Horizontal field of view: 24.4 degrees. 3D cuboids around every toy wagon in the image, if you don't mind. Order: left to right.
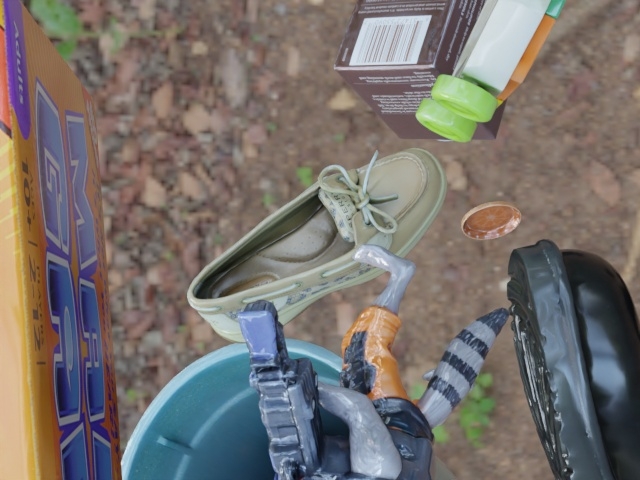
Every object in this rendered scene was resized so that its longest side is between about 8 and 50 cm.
[{"bbox_3d":[0.175,-0.224,1.259,0.344,0.068,0.267,125,170,-86],"label":"toy wagon"}]

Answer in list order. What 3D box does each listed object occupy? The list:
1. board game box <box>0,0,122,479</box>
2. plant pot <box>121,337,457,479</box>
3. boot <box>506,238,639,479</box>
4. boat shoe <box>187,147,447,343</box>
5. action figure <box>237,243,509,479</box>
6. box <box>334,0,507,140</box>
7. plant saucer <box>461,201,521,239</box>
[{"bbox_3d":[-0.320,0.070,0.875,0.356,0.356,0.356,105,160,-85],"label":"board game box"},{"bbox_3d":[-0.001,0.316,1.658,0.341,0.334,0.341,-9,67,23],"label":"plant pot"},{"bbox_3d":[0.285,0.120,0.998,0.131,0.260,0.348,-113,1,-70],"label":"boot"},{"bbox_3d":[0.000,0.000,1.473,0.285,0.089,0.104,-37,62,2],"label":"boat shoe"},{"bbox_3d":[0.048,0.153,1.315,0.179,0.330,0.341,3,135,19],"label":"action figure"},{"bbox_3d":[0.155,-0.260,2.076,0.168,0.203,0.167,3,66,35],"label":"box"},{"bbox_3d":[0.234,-0.029,2.035,0.083,0.083,0.013,-42,46,40],"label":"plant saucer"}]
